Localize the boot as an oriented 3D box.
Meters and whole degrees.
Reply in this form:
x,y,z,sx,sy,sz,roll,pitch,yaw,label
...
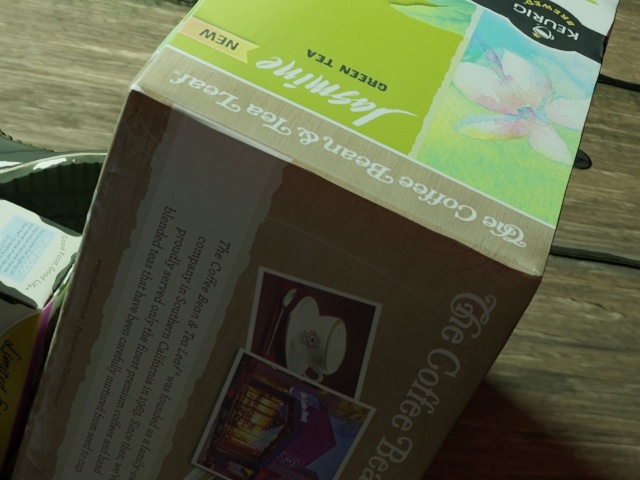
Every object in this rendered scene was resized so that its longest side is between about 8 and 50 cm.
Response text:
x,y,z,sx,sy,sz,roll,pitch,yaw,label
-0.214,-0.063,0.965,0.198,0.077,0.137,-7,42,-15,boot

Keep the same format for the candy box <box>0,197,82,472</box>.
x,y,z,sx,sy,sz,roll,pitch,yaw,label
-0.268,0.025,0.794,0.233,0.159,0.071,23,41,0,candy box

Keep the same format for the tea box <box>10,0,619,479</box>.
x,y,z,sx,sy,sz,roll,pitch,yaw,label
0.000,0.000,0.821,0.220,0.329,0.323,25,38,1,tea box
